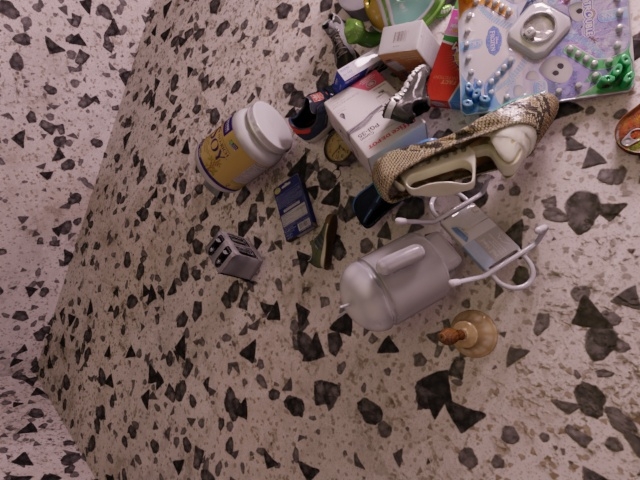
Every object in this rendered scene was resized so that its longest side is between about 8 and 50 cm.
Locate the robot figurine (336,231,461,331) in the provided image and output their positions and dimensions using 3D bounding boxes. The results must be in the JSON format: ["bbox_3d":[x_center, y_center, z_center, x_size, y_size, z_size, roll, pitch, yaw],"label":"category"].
[{"bbox_3d":[0.200,0.111,1.112,0.353,0.300,0.200,-27,58,-12],"label":"robot figurine"}]

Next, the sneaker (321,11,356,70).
[{"bbox_3d":[0.054,-0.708,1.477,0.086,0.132,0.229,-19,70,33],"label":"sneaker"}]

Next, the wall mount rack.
[{"bbox_3d":[0.370,-0.015,1.040,0.304,0.130,0.350,-29,59,-11],"label":"wall mount rack"}]

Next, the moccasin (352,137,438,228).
[{"bbox_3d":[0.244,-0.154,1.241,0.342,0.137,0.117,-45,45,37],"label":"moccasin"}]

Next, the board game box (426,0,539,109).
[{"bbox_3d":[0.458,-0.531,1.180,0.242,0.064,0.317,22,95,38],"label":"board game box"}]

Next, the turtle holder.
[{"bbox_3d":[0.226,-0.764,1.297,0.320,0.227,0.244,-8,78,36],"label":"turtle holder"}]

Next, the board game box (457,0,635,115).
[{"bbox_3d":[0.551,-0.539,1.047,0.389,0.050,0.390,-2,85,24],"label":"board game box"}]

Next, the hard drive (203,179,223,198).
[{"bbox_3d":[-0.470,-0.260,1.860,0.135,0.022,0.094,41,106,35],"label":"hard drive"}]

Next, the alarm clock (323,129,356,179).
[{"bbox_3d":[0.073,-0.302,1.429,0.129,0.064,0.192,13,86,38],"label":"alarm clock"}]

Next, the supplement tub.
[{"bbox_3d":[-0.297,-0.358,1.609,0.331,0.241,0.241,-28,65,30],"label":"supplement tub"}]

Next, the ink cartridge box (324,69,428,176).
[{"bbox_3d":[0.172,-0.365,1.293,0.207,0.117,0.283,-32,60,1],"label":"ink cartridge box"}]

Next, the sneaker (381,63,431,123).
[{"bbox_3d":[0.274,-0.410,1.182,0.106,0.078,0.234,31,65,13],"label":"sneaker"}]

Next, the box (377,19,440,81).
[{"bbox_3d":[0.275,-0.569,1.258,0.130,0.170,0.091,9,86,38],"label":"box"}]

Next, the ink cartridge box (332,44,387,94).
[{"bbox_3d":[0.138,-0.553,1.337,0.207,0.097,0.046,-35,86,-13],"label":"ink cartridge box"}]

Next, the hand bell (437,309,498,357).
[{"bbox_3d":[0.337,0.232,1.015,0.126,0.242,0.126,-8,77,37],"label":"hand bell"}]

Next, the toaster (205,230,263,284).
[{"bbox_3d":[-0.327,0.065,1.604,0.110,0.185,0.168,-53,48,14],"label":"toaster"}]

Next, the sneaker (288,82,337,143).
[{"bbox_3d":[0.030,-0.490,1.442,0.350,0.148,0.131,-43,58,20],"label":"sneaker"}]

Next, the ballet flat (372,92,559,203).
[{"bbox_3d":[0.367,-0.198,1.025,0.482,0.164,0.182,-19,44,13],"label":"ballet flat"}]

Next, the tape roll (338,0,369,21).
[{"bbox_3d":[0.167,-0.899,1.466,0.219,0.072,0.219,-7,78,37],"label":"tape roll"}]

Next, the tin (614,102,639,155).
[{"bbox_3d":[0.759,-0.271,0.921,0.189,0.040,0.106,-43,55,23],"label":"tin"}]

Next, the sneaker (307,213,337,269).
[{"bbox_3d":[0.000,0.000,1.426,0.086,0.064,0.192,8,90,33],"label":"sneaker"}]

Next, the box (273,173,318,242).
[{"bbox_3d":[-0.096,-0.122,1.541,0.136,0.036,0.225,-29,67,29],"label":"box"}]
